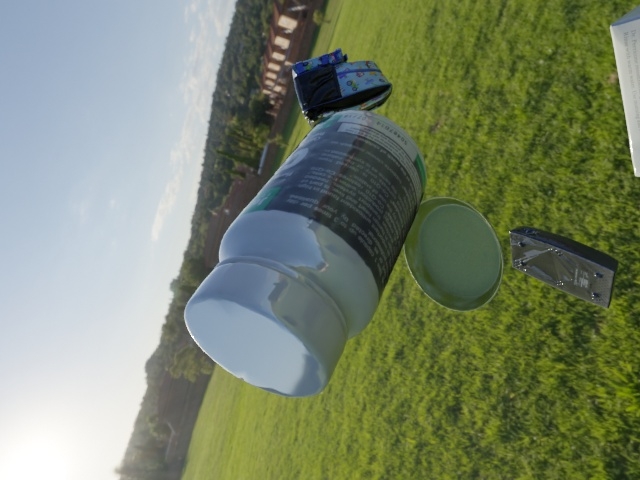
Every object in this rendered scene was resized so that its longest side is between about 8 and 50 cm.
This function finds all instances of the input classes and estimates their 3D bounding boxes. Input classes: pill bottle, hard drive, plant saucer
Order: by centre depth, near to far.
[{"bbox_3d":[0.000,0.000,0.587,0.361,0.204,0.204,-59,0,-41],"label":"pill bottle"},{"bbox_3d":[0.271,0.024,0.914,0.241,0.037,0.240,28,126,47],"label":"plant saucer"},{"bbox_3d":[0.610,0.058,1.136,0.054,0.172,0.255,-44,45,-17],"label":"hard drive"}]

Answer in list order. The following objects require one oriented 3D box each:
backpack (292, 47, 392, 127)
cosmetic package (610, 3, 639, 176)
[{"bbox_3d":[0.044,-0.292,0.862,0.158,0.173,0.116,-9,-98,-83],"label":"backpack"},{"bbox_3d":[0.539,-0.192,0.446,0.156,0.217,0.385,-37,25,-27],"label":"cosmetic package"}]
